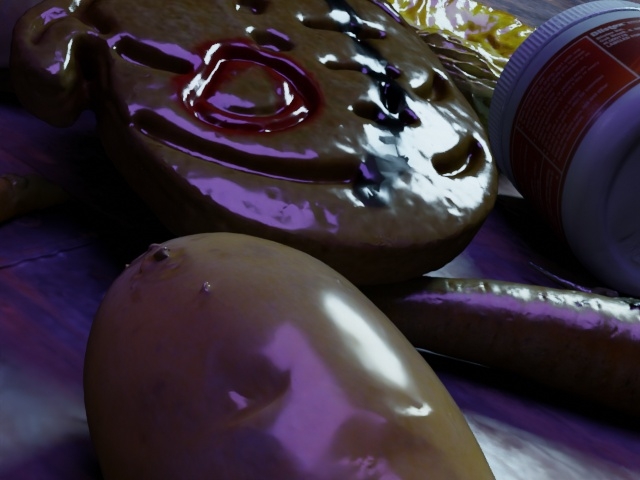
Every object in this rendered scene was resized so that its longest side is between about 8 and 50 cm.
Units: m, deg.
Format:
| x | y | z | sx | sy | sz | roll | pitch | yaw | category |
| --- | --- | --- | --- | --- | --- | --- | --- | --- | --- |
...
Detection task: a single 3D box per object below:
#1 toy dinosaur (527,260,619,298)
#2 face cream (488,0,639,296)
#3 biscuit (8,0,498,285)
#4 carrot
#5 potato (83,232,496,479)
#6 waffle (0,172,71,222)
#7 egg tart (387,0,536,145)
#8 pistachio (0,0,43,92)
| x | y | z | sx | sy | sz | roll | pitch | yaw | category |
| --- | --- | --- | --- | --- | --- | --- | --- | --- | --- |
| 0.213 | 0.047 | 0.902 | 0.119 | 0.029 | 0.060 | 22 | 8 | 18 | toy dinosaur |
| 0.265 | -0.079 | 0.982 | 0.201 | 0.201 | 0.187 | 10 | 25 | -22 | face cream |
| -0.048 | -0.116 | 0.772 | 0.314 | 0.063 | 0.367 | 2 | 43 | -32 | biscuit |
| 0.105 | 0.055 | 0.742 | 0.298 | 0.078 | 0.078 | 11 | 25 | -10 | carrot |
| -0.015 | 0.087 | 0.502 | 0.150 | 0.146 | 0.234 | -29 | 47 | -21 | potato |
| -0.253 | -0.036 | 0.700 | 0.125 | 0.032 | 0.191 | 25 | 22 | 16 | waffle |
| 0.129 | -0.175 | 1.192 | 0.294 | 0.116 | 0.295 | 15 | 24 | -7 | egg tart |
| -0.278 | -0.186 | 0.894 | 0.226 | 0.136 | 0.136 | 23 | 23 | -13 | pistachio |
